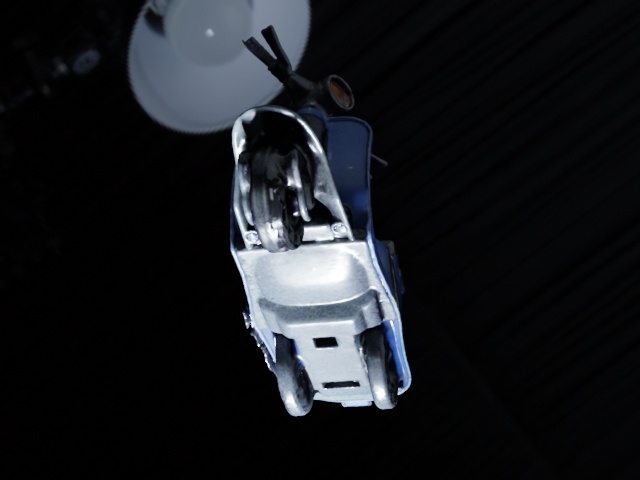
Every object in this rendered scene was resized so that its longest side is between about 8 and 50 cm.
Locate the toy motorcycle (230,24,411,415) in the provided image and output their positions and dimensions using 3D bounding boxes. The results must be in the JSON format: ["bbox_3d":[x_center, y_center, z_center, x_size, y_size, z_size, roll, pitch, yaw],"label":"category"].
[{"bbox_3d":[0.000,0.000,0.776,0.358,0.125,0.213,73,-163,-47],"label":"toy motorcycle"}]
